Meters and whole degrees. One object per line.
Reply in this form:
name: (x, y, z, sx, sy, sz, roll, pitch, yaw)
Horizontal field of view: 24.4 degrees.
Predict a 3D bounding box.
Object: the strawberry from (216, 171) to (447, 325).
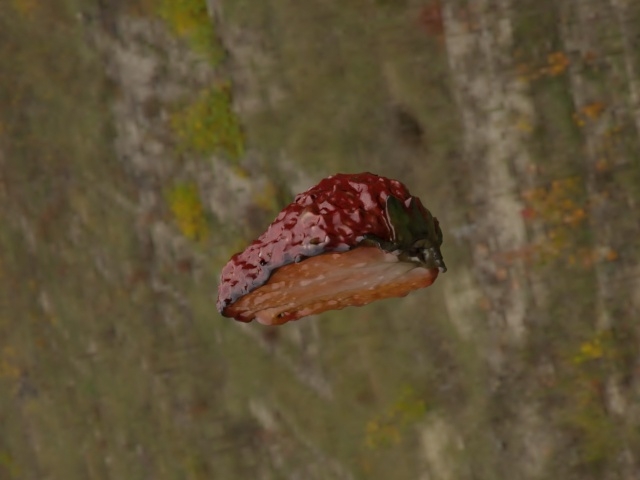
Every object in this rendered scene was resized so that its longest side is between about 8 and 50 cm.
strawberry: (0.000, 0.000, 1.451, 0.190, 0.236, 0.111, 27, -131, -58)
